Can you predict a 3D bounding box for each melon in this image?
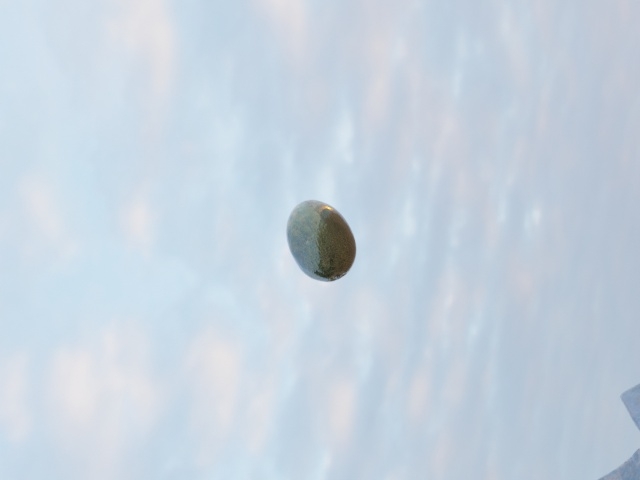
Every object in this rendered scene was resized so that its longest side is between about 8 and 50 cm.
[{"bbox_3d":[0.000,0.000,1.607,0.131,0.098,0.098,63,-170,26],"label":"melon"}]

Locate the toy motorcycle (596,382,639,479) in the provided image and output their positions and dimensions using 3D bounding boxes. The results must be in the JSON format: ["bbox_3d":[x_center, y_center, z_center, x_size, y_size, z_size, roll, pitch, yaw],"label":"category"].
[{"bbox_3d":[0.197,0.250,0.880,0.213,0.358,0.125,57,-172,-17],"label":"toy motorcycle"}]
